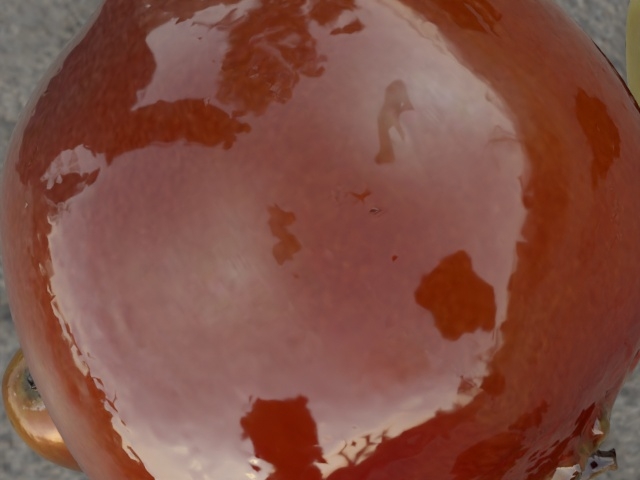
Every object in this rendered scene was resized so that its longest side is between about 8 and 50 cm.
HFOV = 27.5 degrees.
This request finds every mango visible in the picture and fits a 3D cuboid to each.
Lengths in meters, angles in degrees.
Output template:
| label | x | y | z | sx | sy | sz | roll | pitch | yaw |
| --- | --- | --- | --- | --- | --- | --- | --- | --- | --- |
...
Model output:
| label | x | y | z | sx | sy | sz | roll | pitch | yaw |
| --- | --- | --- | --- | --- | --- | --- | --- | --- | --- |
| mango | -0.132 | 0.101 | 1.043 | 0.129 | 0.289 | 0.146 | 44 | 121 | 13 |

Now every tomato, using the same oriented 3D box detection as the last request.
| label | x | y | z | sx | sy | sz | roll | pitch | yaw |
| --- | --- | --- | --- | --- | --- | --- | --- | --- | --- |
| tomato | 0.000 | 0.000 | 0.627 | 0.321 | 0.321 | 0.322 | -2 | 86 | 21 |

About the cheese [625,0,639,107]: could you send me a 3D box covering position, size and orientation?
| label | x | y | z | sx | sy | sz | roll | pitch | yaw |
| --- | --- | --- | --- | --- | --- | --- | --- | --- | --- |
| cheese | 0.384 | -0.152 | 1.257 | 0.316 | 0.128 | 0.260 | -110 | 25 | -50 |
